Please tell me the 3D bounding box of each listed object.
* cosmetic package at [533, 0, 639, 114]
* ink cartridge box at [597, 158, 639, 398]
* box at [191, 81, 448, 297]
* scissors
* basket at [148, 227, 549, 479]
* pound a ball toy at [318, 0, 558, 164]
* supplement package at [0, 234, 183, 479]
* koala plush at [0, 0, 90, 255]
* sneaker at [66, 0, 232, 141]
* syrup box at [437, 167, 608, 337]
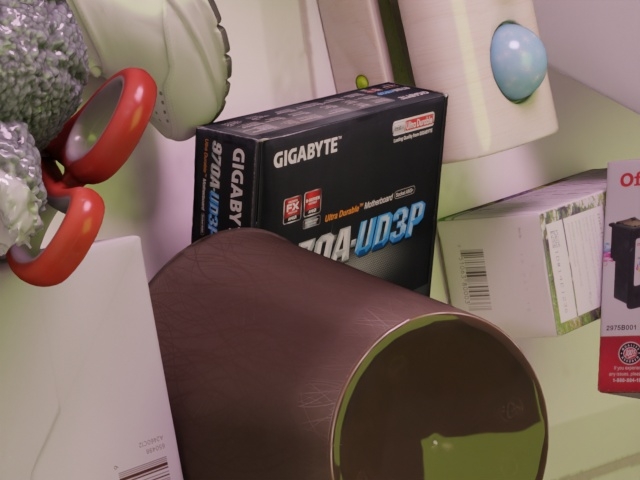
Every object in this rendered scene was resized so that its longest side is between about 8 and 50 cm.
[{"bbox_3d":[0.353,-0.248,1.530,0.453,0.230,0.161,-29,144,-48],"label":"cosmetic package"},{"bbox_3d":[0.274,0.026,1.356,0.072,0.127,0.175,13,77,-47],"label":"ink cartridge box"},{"bbox_3d":[0.000,0.000,1.191,0.220,0.051,0.175,-18,117,-54],"label":"box"},{"bbox_3d":[-0.145,-0.039,0.936,0.021,0.297,0.109,27,85,-22],"label":"scissors"},{"bbox_3d":[0.001,0.096,0.975,0.154,0.227,0.204,22,81,-29],"label":"basket"},{"bbox_3d":[0.102,-0.227,1.329,0.208,0.135,0.319,-19,100,-50],"label":"pound a ball toy"},{"bbox_3d":[-0.183,0.146,0.922,0.204,0.145,0.262,-14,96,-50],"label":"supplement package"},{"bbox_3d":[-0.193,-0.078,0.883,0.203,0.221,0.196,31,61,-44],"label":"koala plush"},{"bbox_3d":[-0.162,-0.155,1.047,0.129,0.111,0.297,-50,125,-15],"label":"sneaker"},{"bbox_3d":[0.199,0.004,1.442,0.237,0.096,0.093,-18,101,-50],"label":"syrup box"}]
